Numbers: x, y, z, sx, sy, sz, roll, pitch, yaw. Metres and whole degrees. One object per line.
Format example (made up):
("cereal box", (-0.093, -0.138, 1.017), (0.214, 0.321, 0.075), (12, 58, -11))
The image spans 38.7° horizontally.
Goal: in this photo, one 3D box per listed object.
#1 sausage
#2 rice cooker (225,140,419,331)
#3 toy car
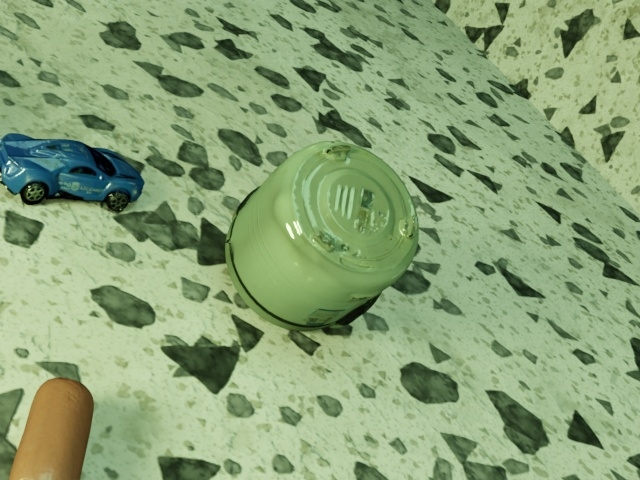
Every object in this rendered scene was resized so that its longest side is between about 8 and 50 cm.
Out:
("sausage", (-0.252, 0.194, 0.858), (0.062, 0.062, 0.154), (22, 30, -17))
("rice cooker", (0.000, 0.000, 1.215), (0.226, 0.244, 0.226), (15, 58, -24))
("toy car", (-0.333, -0.097, 1.226), (0.216, 0.063, 0.103), (2, 40, -41))
